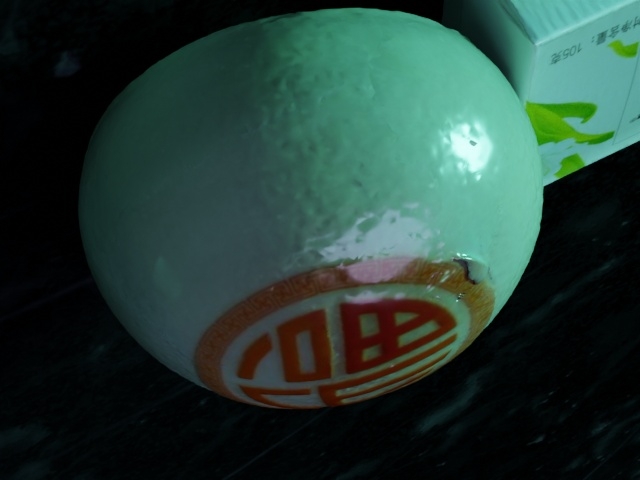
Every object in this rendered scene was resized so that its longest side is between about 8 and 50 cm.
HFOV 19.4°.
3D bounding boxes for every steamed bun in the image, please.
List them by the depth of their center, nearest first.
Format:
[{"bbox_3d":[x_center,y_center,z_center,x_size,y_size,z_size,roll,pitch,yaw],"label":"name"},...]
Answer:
[{"bbox_3d":[0.000,0.000,1.106,0.283,0.177,0.283,-10,151,-6],"label":"steamed bun"}]

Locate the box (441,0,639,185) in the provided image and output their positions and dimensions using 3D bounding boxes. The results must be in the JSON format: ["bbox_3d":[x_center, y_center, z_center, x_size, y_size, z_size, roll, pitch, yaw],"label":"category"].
[{"bbox_3d":[0.210,-0.159,1.196,0.260,0.111,0.194,-28,156,-12],"label":"box"}]
